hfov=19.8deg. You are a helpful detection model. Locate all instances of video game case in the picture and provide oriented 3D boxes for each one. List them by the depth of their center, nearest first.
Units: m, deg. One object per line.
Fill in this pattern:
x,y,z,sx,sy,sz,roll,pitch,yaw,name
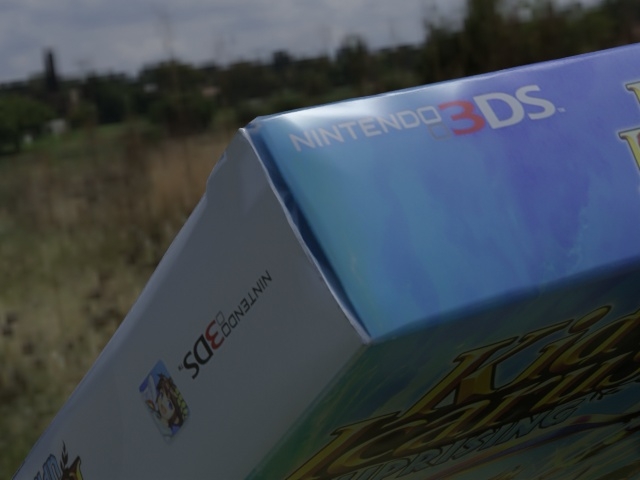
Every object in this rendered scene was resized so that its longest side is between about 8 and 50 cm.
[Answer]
0.052,0.037,0.529,0.269,0.061,0.244,-14,-26,-35,video game case
